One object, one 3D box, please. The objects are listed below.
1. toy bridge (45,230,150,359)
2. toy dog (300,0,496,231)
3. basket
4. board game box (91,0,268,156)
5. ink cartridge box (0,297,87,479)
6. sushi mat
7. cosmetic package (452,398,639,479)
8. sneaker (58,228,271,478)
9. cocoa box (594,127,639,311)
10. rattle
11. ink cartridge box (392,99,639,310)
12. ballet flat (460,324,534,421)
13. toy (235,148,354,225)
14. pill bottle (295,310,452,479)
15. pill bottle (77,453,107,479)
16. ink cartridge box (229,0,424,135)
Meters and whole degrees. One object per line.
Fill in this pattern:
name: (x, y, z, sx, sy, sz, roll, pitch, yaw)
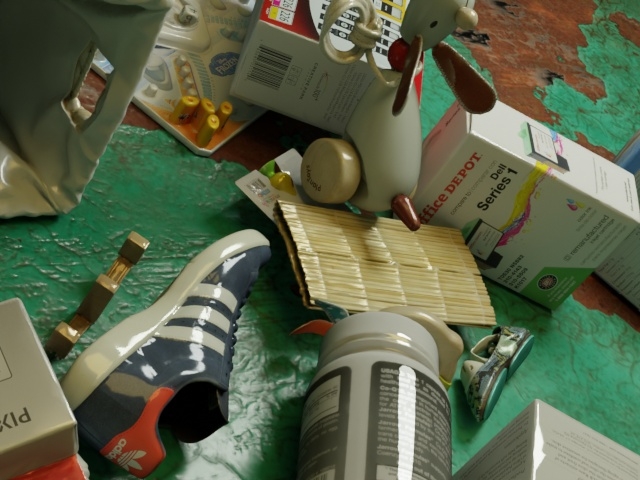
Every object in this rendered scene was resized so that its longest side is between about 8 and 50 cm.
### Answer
toy bridge: (-0.236, 0.062, 1.318, 0.026, 0.063, 0.188, 35, 38, -4)
toy dog: (0.110, -0.147, 1.529, 0.220, 0.333, 0.161, -21, 47, -32)
basket: (-0.389, -0.213, 1.278, 0.331, 0.328, 0.266, -7, 51, -42)
board game box: (-0.208, -0.325, 1.764, 0.390, 0.050, 0.390, 40, 37, 3)
ink cartridge box: (-0.332, 0.207, 0.992, 0.296, 0.066, 0.261, -20, 61, -21)
sushi mat: (0.087, 0.034, 1.566, 0.317, 0.019, 0.151, 9, 51, -38)
cosmetic package: (0.209, 0.365, 1.247, 0.155, 0.197, 0.365, 30, 39, -11)
sneaker: (-0.131, 0.118, 1.306, 0.148, 0.131, 0.350, 46, 43, 0)
cocoa box: (0.564, -0.068, 1.963, 0.228, 0.231, 0.347, 40, 37, 5)
rattle: (0.066, 0.106, 1.492, 0.200, 0.130, 0.142, 17, 37, -3)
ink cartridge box: (0.265, -0.054, 1.731, 0.278, 0.201, 0.117, 26, 38, -14)
ballet flat: (0.212, 0.165, 1.584, 0.070, 0.070, 0.188, 41, 35, 6)
toy: (0.000, 0.000, 1.580, 0.237, 0.056, 0.137, 49, 39, 5)
pill bottle: (0.057, 0.220, 1.307, 0.161, 0.161, 0.283, 25, 39, -16)
pill bottle: (-0.188, 0.283, 1.078, 0.208, 0.117, 0.117, 48, 38, 14)
ink cartridge box: (0.040, -0.287, 1.746, 0.272, 0.130, 0.309, 20, 40, -9)
